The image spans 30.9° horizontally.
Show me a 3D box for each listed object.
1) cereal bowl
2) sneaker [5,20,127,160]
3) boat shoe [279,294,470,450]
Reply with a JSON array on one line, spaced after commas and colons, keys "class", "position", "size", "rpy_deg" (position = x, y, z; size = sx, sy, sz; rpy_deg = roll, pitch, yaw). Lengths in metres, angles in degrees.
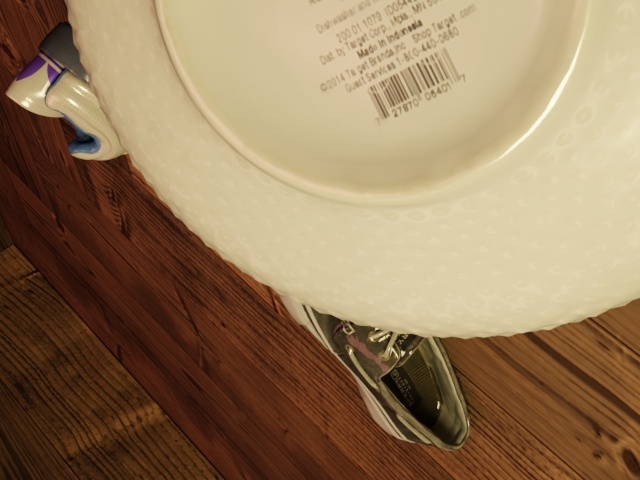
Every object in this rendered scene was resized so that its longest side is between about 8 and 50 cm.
[{"class": "cereal bowl", "position": [0.038, -0.111, 0.445], "size": [0.338, 0.141, 0.339], "rpy_deg": [7, 109, 20]}, {"class": "sneaker", "position": [-0.223, -0.232, 1.168], "size": [0.130, 0.236, 0.323], "rpy_deg": [33, 150, 45]}, {"class": "boat shoe", "position": [0.070, 0.091, 1.222], "size": [0.119, 0.121, 0.335], "rpy_deg": [11, 143, 51]}]
